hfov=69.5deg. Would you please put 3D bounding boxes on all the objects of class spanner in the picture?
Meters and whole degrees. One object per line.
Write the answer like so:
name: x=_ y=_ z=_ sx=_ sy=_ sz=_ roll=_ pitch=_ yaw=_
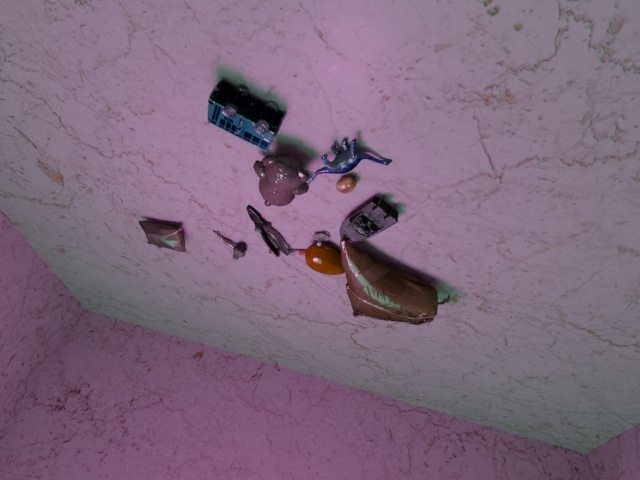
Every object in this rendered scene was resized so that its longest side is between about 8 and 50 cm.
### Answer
spanner: x=-0.256 y=-0.040 z=2.199 sx=0.095 sy=0.040 sz=0.325 roll=-11 pitch=128 yaw=31

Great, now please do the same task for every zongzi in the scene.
zongzi: x=0.342 y=0.187 z=2.054 sx=0.499 sy=0.218 sz=0.467 roll=5 pitch=142 yaw=20

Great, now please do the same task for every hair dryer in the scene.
hair dryer: x=-0.480 y=0.036 z=2.419 sx=0.199 sy=0.067 sz=0.167 roll=30 pitch=150 yaw=6

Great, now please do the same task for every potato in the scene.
potato: x=0.101 y=-0.215 z=1.787 sx=0.068 sy=0.063 sz=0.083 roll=7 pitch=179 yaw=-31

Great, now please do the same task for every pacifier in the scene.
pacifier: x=0.000 y=0.000 z=2.113 sx=0.083 sy=0.064 sz=0.068 roll=-7 pitch=145 yaw=35

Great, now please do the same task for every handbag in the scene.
handbag: x=-0.832 y=-0.021 z=2.455 sx=0.270 sy=0.117 sz=0.183 roll=9 pitch=129 yaw=17

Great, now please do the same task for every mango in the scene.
mango: x=0.027 y=0.095 z=2.177 sx=0.221 sy=0.121 sz=0.151 roll=30 pitch=143 yaw=-26

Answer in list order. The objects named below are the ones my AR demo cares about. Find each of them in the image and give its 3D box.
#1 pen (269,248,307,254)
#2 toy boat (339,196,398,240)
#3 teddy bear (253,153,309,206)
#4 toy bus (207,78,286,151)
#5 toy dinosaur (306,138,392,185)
pen: x=-0.150 y=0.057 z=2.293 sx=0.238 sy=0.028 sz=0.028 roll=2 pitch=140 yaw=26
toy boat: x=0.181 y=-0.068 z=1.911 sx=0.141 sy=0.092 sz=0.319 roll=36 pitch=143 yaw=-17
teddy bear: x=-0.155 y=-0.242 z=1.801 sx=0.235 sy=0.151 sz=0.267 roll=22 pitch=145 yaw=-5
toy bus: x=-0.267 y=-0.436 z=1.627 sx=0.255 sy=0.128 sz=0.147 roll=26 pitch=146 yaw=-10
toy dinosaur: x=0.083 y=-0.297 z=1.665 sx=0.328 sy=0.076 sz=0.144 roll=-14 pitch=125 yaw=11
